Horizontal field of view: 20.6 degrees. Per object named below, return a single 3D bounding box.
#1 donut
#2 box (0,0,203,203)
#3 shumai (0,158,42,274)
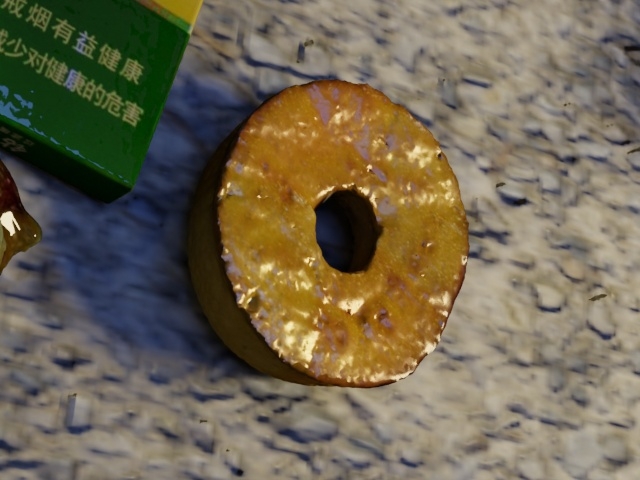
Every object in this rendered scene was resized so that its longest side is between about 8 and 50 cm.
[{"bbox_3d":[0.000,0.000,0.829,0.152,0.058,0.152,10,72,-32],"label":"donut"},{"bbox_3d":[-0.109,-0.148,0.811,0.132,0.034,0.235,28,64,-24],"label":"box"},{"bbox_3d":[-0.193,0.005,0.652,0.184,0.142,0.184,11,69,-31],"label":"shumai"}]
